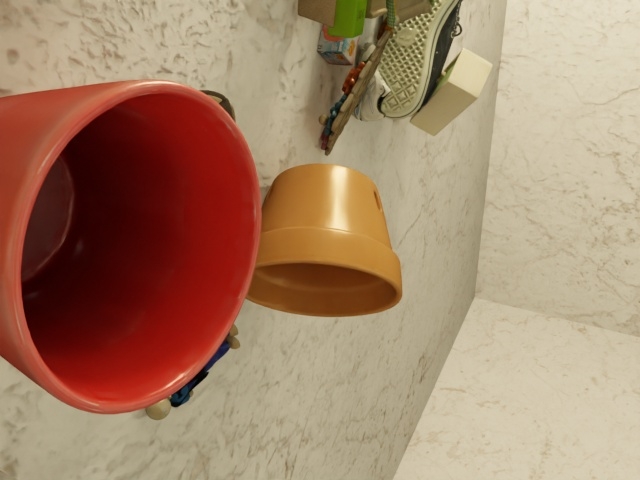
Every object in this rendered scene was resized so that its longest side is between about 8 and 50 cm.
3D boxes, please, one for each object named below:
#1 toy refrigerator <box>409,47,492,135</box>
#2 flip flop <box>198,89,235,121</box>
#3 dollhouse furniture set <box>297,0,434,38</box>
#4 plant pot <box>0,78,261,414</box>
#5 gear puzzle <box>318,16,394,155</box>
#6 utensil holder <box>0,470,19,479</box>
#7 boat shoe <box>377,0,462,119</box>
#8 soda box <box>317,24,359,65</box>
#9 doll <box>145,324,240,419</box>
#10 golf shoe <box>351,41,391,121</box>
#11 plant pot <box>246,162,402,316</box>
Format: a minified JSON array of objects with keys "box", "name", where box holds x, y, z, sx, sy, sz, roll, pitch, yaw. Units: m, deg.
[{"box":[0.327,-0.378,1.411,0.102,0.094,0.269,-64,-175,-12],"name":"toy refrigerator"},{"box":[-0.177,-0.066,0.748,0.080,0.112,0.277,-84,-179,-82],"name":"flip flop"},{"box":[0.093,-0.511,0.999,0.301,0.151,0.198,-37,146,-40],"name":"dollhouse furniture set"},{"box":[-0.226,-0.015,0.488,0.275,0.243,0.275,-39,136,-52],"name":"plant pot"},{"box":[0.081,-0.348,1.123,0.339,0.044,0.175,-62,179,-13],"name":"gear puzzle"},{"box":[-0.262,0.388,0.435,0.327,0.385,0.328,-39,135,-52],"name":"utensil holder"},{"box":[0.247,-0.534,1.322,0.156,0.186,0.501,-1,107,-70],"name":"boat shoe"},{"box":[0.049,-0.447,1.078,0.063,0.058,0.183,19,83,-65],"name":"soda box"},{"box":[-0.206,0.205,0.864,0.189,0.046,0.129,-46,150,-38],"name":"doll"},{"box":[0.127,-0.363,1.249,0.069,0.085,0.176,-23,120,-58],"name":"golf shoe"},{"box":[0.000,0.000,0.967,0.291,0.290,0.204,52,37,-59],"name":"plant pot"}]
